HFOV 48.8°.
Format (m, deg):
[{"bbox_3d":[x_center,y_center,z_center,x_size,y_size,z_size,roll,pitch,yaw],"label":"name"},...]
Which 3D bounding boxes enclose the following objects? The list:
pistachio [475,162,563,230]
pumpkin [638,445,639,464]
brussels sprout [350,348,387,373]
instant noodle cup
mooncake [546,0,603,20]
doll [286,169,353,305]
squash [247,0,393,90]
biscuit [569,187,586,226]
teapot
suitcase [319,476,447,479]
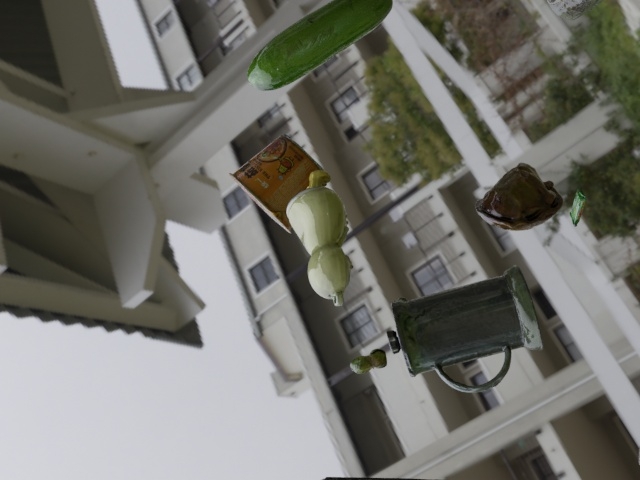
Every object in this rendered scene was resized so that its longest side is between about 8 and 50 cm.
[{"bbox_3d":[0.394,-0.079,1.410,0.210,0.165,0.130,-38,-59,-45],"label":"pistachio"},{"bbox_3d":[0.587,0.330,1.049,0.130,0.254,0.149,-33,-63,-41],"label":"pumpkin"},{"bbox_3d":[0.110,0.269,1.554,0.083,0.051,0.046,-22,-102,-22],"label":"brussels sprout"},{"bbox_3d":[-0.095,-0.149,1.763,0.216,0.172,0.216,44,177,3],"label":"instant noodle cup"},{"bbox_3d":[0.427,-0.411,1.100,0.073,0.130,0.125,53,165,1],"label":"mooncake"},{"bbox_3d":[0.012,0.000,1.409,0.117,0.141,0.296,-6,-121,-22],"label":"doll"},{"bbox_3d":[0.003,-0.346,1.189,0.082,0.292,0.082,55,175,8],"label":"squash"},{"bbox_3d":[0.599,-0.080,1.638,0.046,0.016,0.089,-91,-2,-46],"label":"biscuit"},{"bbox_3d":[0.326,0.220,1.623,0.200,0.337,0.270,61,-165,-57],"label":"teapot"},{"bbox_3d":[0.132,0.587,1.425,0.066,0.285,0.206,75,-164,-71],"label":"suitcase"}]
